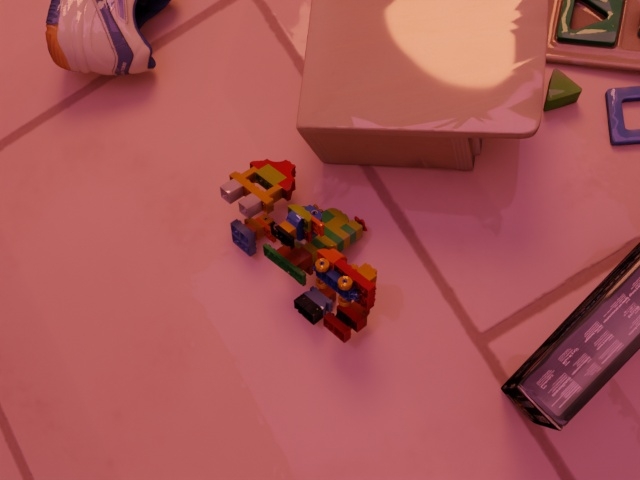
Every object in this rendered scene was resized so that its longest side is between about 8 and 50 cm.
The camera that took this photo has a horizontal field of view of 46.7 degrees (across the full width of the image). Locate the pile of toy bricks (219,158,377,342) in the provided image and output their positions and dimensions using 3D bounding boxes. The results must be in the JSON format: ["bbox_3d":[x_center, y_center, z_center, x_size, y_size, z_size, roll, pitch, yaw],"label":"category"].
[{"bbox_3d":[0.000,0.000,0.780,0.105,0.118,0.212,-34,55,-27],"label":"pile of toy bricks"}]

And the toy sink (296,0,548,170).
[{"bbox_3d":[0.109,-0.162,0.769,0.234,0.131,0.153,3,79,15],"label":"toy sink"}]

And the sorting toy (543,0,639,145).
[{"bbox_3d":[0.333,-0.275,0.796,0.195,0.047,0.348,11,80,12],"label":"sorting toy"}]

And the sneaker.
[{"bbox_3d":[-0.231,-0.333,0.888,0.130,0.112,0.297,9,81,-6],"label":"sneaker"}]

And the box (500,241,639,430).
[{"bbox_3d":[0.260,0.073,0.671,0.220,0.175,0.051,-45,76,-2],"label":"box"}]
